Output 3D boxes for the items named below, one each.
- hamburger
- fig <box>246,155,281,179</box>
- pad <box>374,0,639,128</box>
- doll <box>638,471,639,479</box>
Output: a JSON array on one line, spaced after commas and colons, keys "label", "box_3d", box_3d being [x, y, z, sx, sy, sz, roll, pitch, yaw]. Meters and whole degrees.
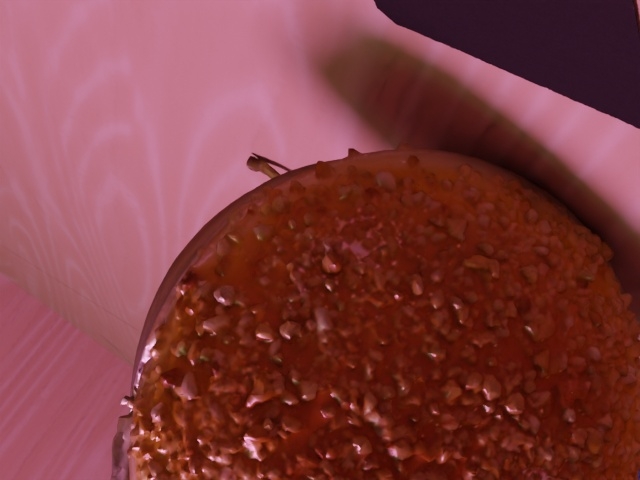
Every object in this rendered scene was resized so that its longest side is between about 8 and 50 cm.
[{"label": "hamburger", "box_3d": [0.036, 0.094, 0.839, 0.302, 0.302, 0.170, 41, -177, -20]}, {"label": "fig", "box_3d": [-0.006, 0.013, 1.081, 0.166, 0.093, 0.093, 32, 166, 10]}, {"label": "pad", "box_3d": [0.073, -0.102, 0.677, 0.157, 0.003, 0.112, 28, 164, 29]}, {"label": "doll", "box_3d": [0.208, 0.195, 1.081, 0.177, 0.141, 0.314, -12, 125, 31]}]
